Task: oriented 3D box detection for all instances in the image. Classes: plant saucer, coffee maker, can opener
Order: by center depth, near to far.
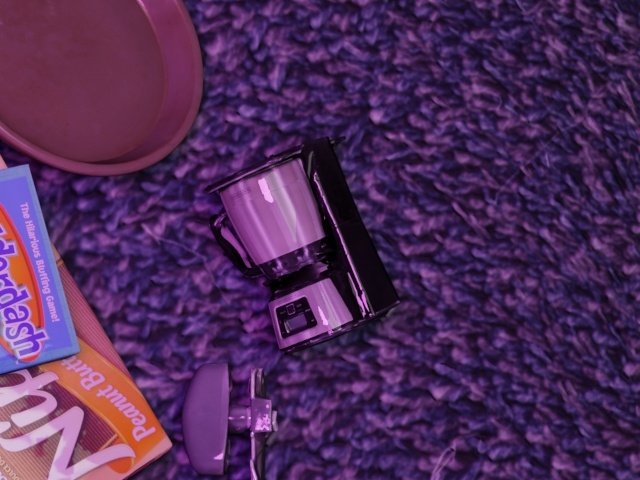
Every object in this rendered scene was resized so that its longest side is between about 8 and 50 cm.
[{"bbox_3d":[-0.228,-0.180,1.359,0.278,0.041,0.277,19,57,-33],"label":"plant saucer"},{"bbox_3d":[-0.079,0.251,1.371,0.095,0.076,0.283,1,76,3],"label":"can opener"},{"bbox_3d":[0.000,0.000,1.433,0.171,0.120,0.178,-24,91,-33],"label":"coffee maker"}]

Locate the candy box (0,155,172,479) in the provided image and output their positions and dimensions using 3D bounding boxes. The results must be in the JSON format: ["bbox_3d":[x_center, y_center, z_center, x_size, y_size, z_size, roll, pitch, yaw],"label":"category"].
[{"bbox_3d":[-0.285,0.089,1.266,0.183,0.087,0.316,-32,95,-30],"label":"candy box"}]

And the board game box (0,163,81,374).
[{"bbox_3d":[-0.308,0.040,1.186,0.210,0.047,0.160,-15,86,-30],"label":"board game box"}]
